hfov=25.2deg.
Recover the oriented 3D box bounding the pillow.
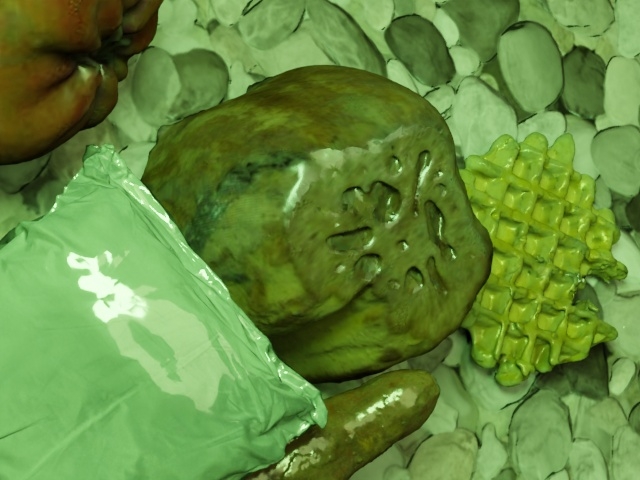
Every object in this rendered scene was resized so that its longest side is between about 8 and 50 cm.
[{"bbox_3d":[-0.192,0.110,1.161,0.283,0.138,0.310,-39,92,-7],"label":"pillow"}]

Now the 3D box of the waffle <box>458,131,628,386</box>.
[{"bbox_3d":[0.221,0.012,1.504,0.261,0.056,0.250,-25,93,-32],"label":"waffle"}]

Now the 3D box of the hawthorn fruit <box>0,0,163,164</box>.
[{"bbox_3d":[-0.280,-0.218,1.154,0.298,0.277,0.277,31,63,0],"label":"hawthorn fruit"}]

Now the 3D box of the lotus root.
[{"bbox_3d":[0.000,0.000,1.290,0.316,0.250,0.316,0,89,-31],"label":"lotus root"}]

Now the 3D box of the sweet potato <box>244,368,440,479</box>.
[{"bbox_3d":[-0.053,0.207,1.254,0.355,0.106,0.095,-35,142,-17],"label":"sweet potato"}]
